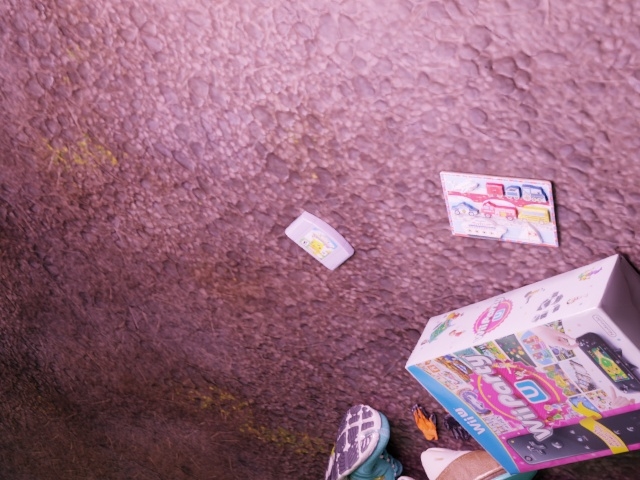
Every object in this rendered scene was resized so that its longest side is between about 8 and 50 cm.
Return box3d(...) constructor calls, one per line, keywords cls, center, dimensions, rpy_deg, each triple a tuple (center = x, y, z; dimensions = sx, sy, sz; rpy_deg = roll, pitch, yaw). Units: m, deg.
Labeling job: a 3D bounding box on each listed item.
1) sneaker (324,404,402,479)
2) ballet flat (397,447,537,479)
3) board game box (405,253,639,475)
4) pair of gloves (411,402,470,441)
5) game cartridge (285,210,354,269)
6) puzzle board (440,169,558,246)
box3d(cls="sneaker", center=(0.073, 0.336, 1.652), dimensions=(0.110, 0.107, 0.275), rpy_deg=(9, 145, -3))
box3d(cls="ballet flat", center=(0.163, 0.384, 1.583), dimensions=(0.116, 0.124, 0.342), rpy_deg=(16, 123, -44))
box3d(cls="board game box", center=(0.290, 0.160, 1.306), dimensions=(0.224, 0.097, 0.303), rpy_deg=(46, 140, -17))
box3d(cls="pair of gloves", center=(0.173, 0.260, 1.553), dimensions=(0.083, 0.010, 0.074), rpy_deg=(-4, 128, 32))
box3d(cls="game cartridge", center=(0.000, 0.000, 1.386), dimensions=(0.083, 0.017, 0.056), rpy_deg=(38, 137, -8))
box3d(cls="puzzle board", center=(0.202, -0.034, 1.224), dimensions=(0.128, 0.011, 0.096), rpy_deg=(8, 135, 27))
